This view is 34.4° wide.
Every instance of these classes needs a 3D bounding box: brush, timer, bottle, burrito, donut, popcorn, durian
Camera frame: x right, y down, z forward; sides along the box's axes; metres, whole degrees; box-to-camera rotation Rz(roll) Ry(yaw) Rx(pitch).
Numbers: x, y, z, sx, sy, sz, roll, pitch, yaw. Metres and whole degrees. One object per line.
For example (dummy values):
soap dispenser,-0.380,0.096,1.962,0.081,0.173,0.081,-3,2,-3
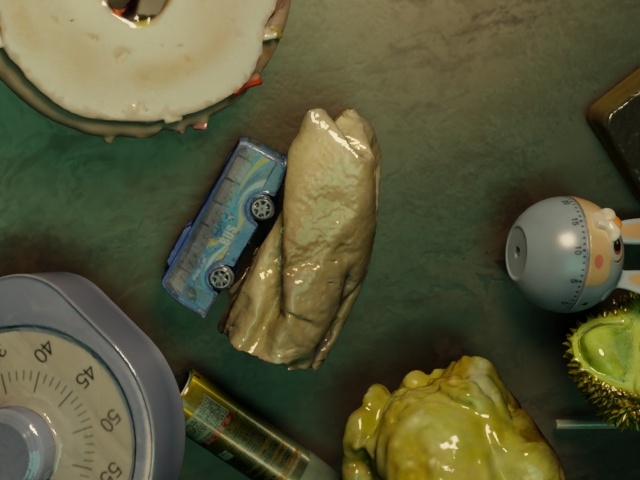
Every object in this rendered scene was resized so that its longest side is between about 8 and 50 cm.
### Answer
brush,0.467,-0.134,1.424,0.123,0.059,0.197,-37,111,4
timer,-0.344,0.259,1.266,0.395,0.173,0.395,0,88,11
bottle,-0.095,0.287,1.445,0.286,0.082,0.082,39,98,-19
burrito,0.000,0.001,1.302,0.190,0.135,0.332,1,115,-59
timer,0.377,0.010,1.389,0.255,0.175,0.175,-10,110,8
donut,-0.217,-0.307,1.191,0.383,0.142,0.382,-3,110,-10
popcorn,0.172,0.334,1.415,0.312,0.312,0.312,-3,109,-10
durian,0.461,0.161,1.445,0.237,0.200,0.176,-35,149,-5

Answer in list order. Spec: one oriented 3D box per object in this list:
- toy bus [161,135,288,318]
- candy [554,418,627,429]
toy bus,-0.123,-0.020,1.345,0.094,0.079,0.236,31,100,-2
candy,0.533,0.279,1.558,0.365,0.124,0.124,0,108,-4
